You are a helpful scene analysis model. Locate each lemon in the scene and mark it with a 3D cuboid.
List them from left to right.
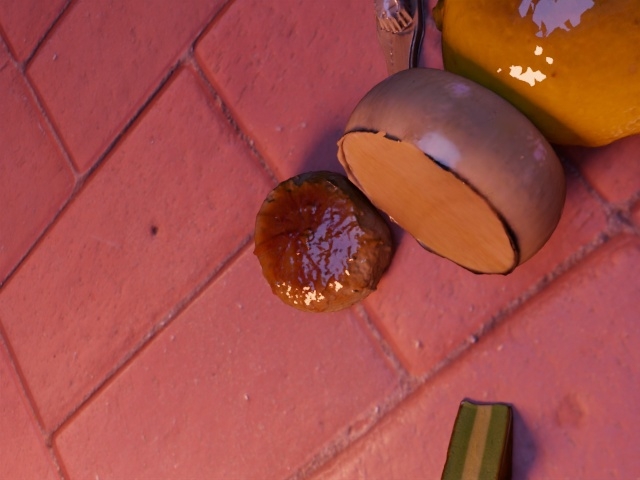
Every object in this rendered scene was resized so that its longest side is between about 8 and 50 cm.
[{"bbox_3d":[0.267,-0.223,0.699,0.284,0.260,0.260,-11,79,11],"label":"lemon"}]

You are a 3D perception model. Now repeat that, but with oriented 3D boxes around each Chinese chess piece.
[{"bbox_3d":[0.142,-0.072,0.752,0.257,0.257,0.104,31,76,29],"label":"Chinese chess piece"}]

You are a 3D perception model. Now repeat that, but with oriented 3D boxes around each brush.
[{"bbox_3d":[0.102,-0.262,0.909,0.070,0.065,0.327,-7,82,27],"label":"brush"}]

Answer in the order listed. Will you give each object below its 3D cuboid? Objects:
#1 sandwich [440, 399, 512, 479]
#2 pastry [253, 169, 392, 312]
[{"bbox_3d":[0.199,0.267,0.827,0.074,0.074,0.116,1,53,31],"label":"sandwich"},{"bbox_3d":[0.000,0.000,0.922,0.182,0.093,0.192,-34,68,21],"label":"pastry"}]
